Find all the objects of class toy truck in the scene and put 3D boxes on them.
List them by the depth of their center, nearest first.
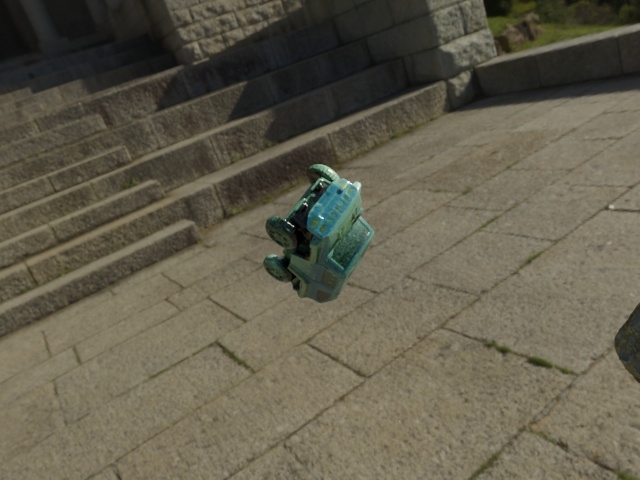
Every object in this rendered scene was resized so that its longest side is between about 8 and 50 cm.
[{"bbox_3d":[0.000,0.000,0.960,0.155,0.156,0.279,-54,-8,-25],"label":"toy truck"}]

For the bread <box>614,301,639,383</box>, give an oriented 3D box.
[{"bbox_3d":[0.461,0.106,0.576,0.246,0.176,0.195,-6,38,-43],"label":"bread"}]
